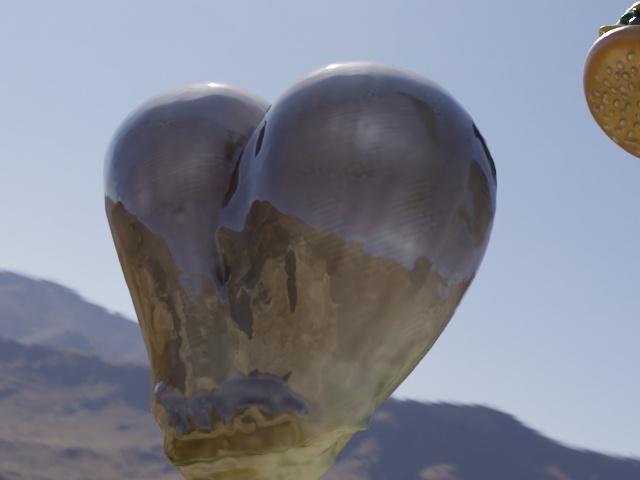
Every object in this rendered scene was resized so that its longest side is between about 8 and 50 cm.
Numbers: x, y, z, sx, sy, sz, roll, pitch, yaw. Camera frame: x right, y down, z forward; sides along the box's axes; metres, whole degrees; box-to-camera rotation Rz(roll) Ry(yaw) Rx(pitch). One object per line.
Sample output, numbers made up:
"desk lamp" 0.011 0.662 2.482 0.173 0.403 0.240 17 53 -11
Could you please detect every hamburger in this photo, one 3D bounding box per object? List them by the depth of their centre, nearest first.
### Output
"hamburger" 0.332 -0.154 1.153 0.162 0.115 0.162 34 -36 29

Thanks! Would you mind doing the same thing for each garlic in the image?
"garlic" 0.000 0.000 0.753 0.231 0.246 0.340 -22 -1 6
